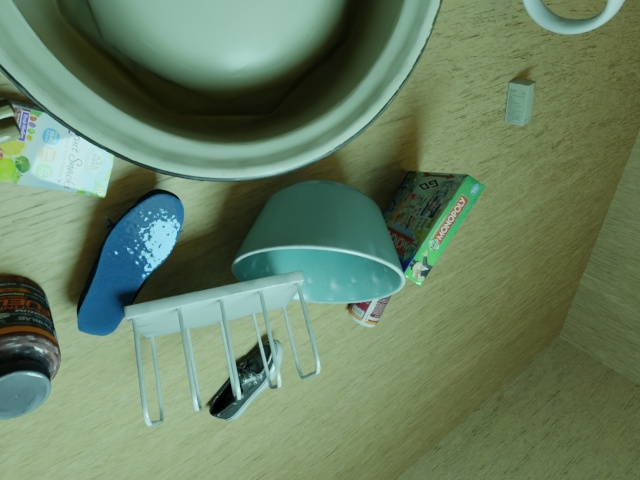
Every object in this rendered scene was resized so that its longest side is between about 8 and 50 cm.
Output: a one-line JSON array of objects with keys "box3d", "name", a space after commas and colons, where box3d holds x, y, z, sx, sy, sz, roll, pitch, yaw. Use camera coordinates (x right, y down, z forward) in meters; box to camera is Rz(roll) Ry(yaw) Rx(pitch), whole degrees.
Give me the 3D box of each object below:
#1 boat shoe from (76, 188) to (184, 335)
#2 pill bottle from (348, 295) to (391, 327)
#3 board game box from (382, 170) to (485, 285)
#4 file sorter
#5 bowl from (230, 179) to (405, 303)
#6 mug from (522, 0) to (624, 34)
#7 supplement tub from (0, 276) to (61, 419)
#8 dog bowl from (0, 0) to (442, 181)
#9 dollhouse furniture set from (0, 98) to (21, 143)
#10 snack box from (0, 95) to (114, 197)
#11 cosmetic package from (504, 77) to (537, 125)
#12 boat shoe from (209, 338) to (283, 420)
[{"box3d": [-0.310, 0.023, 0.638, 0.109, 0.089, 0.258, 36, 96, -34], "name": "boat shoe"}, {"box3d": [0.142, 0.148, 1.095, 0.086, 0.086, 0.152, 14, 107, -44], "name": "pill bottle"}, {"box3d": [0.202, -0.045, 0.883, 0.046, 0.317, 0.214, 31, 95, -11], "name": "board game box"}, {"box3d": [-0.157, 0.185, 0.701, 0.277, 0.173, 0.193, -11, 161, -18], "name": "file sorter"}, {"box3d": [0.000, 0.000, 0.768, 0.311, 0.311, 0.163, 30, 56, -46], "name": "bowl"}, {"box3d": [0.472, -0.570, 0.748, 0.276, 0.328, 0.374, -40, 135, -14], "name": "mug"}, {"box3d": [-0.409, 0.138, 0.540, 0.106, 0.198, 0.106, -22, 129, -30], "name": "supplement tub"}, {"box3d": [-0.094, -0.269, 0.372, 0.407, 0.150, 0.408, -6, 112, -14], "name": "dog bowl"}, {"box3d": [-0.390, -0.182, 0.322, 0.161, 0.242, 0.212, -28, 131, -24], "name": "dollhouse furniture set"}, {"box3d": [-0.354, -0.119, 0.541, 0.141, 0.037, 0.100, 8, 112, -43], "name": "snack box"}, {"box3d": [0.551, -0.382, 1.130, 0.041, 0.060, 0.115, -31, 134, -23], "name": "cosmetic package"}, {"box3d": [-0.177, 0.320, 0.946, 0.229, 0.080, 0.076, -51, 139, 8], "name": "boat shoe"}]
